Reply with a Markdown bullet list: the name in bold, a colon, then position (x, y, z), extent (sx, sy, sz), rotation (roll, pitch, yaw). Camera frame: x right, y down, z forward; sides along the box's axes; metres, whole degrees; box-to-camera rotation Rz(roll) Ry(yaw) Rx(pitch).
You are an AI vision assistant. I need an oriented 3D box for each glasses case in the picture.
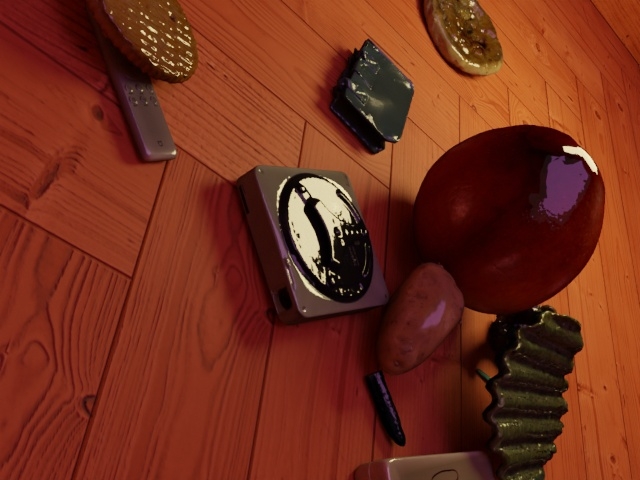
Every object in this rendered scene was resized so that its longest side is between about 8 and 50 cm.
- **glasses case**: position (0.187, 0.425, 1.265), extent (0.313, 0.070, 0.131), rotation (13, 60, -46)

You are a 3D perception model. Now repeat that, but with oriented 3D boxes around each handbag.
- **handbag**: position (0.107, -0.307, 1.605), extent (0.179, 0.062, 0.229), rotation (41, 43, -23)

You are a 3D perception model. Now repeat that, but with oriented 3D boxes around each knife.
- **knife**: position (0.353, 0.291, 1.596), extent (0.091, 0.005, 0.014), rotation (39, 42, -29)

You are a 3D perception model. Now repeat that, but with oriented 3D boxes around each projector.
- **projector**: position (0.000, 0.000, 1.278), extent (0.259, 0.079, 0.257), rotation (-3, 71, -53)

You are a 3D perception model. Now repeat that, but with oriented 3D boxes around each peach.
- **peach**: position (0.376, -0.050, 1.506), extent (0.388, 0.388, 0.388), rotation (28, 50, -39)

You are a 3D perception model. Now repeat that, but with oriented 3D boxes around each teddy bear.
- **teddy bear**: position (0.442, 0.201, 1.666), extent (0.251, 0.182, 0.129), rotation (46, -1, -41)

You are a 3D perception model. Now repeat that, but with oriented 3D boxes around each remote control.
- **remote control**: position (-0.277, -0.239, 1.123), extent (0.067, 0.029, 0.261), rotation (-13, 79, -53)

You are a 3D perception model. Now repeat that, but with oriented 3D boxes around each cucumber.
- **cucumber**: position (0.113, 0.287, 1.289), extent (0.032, 0.032, 0.133), rotation (-15, 83, -53)

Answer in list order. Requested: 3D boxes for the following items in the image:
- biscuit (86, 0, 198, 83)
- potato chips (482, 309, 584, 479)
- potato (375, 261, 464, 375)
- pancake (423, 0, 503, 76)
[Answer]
- **biscuit**: position (-0.274, -0.348, 1.146), extent (0.254, 0.035, 0.254), rotation (49, 26, -35)
- **potato chips**: position (0.428, 0.315, 1.510), extent (0.429, 0.070, 0.358), rotation (17, 81, -54)
- **potato**: position (0.179, 0.136, 1.341), extent (0.128, 0.161, 0.235), rotation (34, 31, 2)
- **pancake**: position (0.394, -0.609, 2.119), extent (0.356, 0.065, 0.356), rotation (28, 47, -35)
